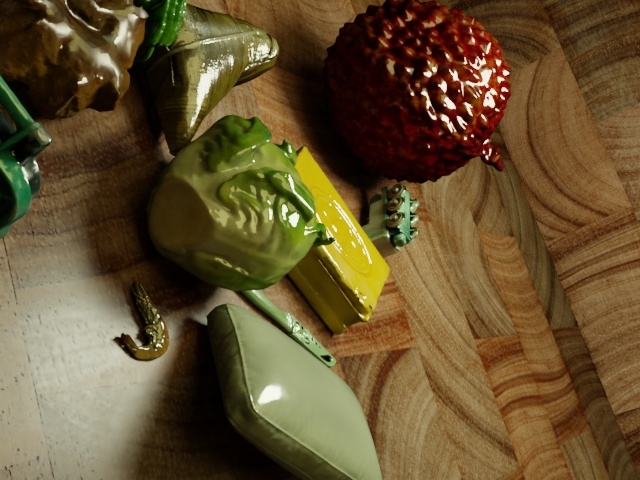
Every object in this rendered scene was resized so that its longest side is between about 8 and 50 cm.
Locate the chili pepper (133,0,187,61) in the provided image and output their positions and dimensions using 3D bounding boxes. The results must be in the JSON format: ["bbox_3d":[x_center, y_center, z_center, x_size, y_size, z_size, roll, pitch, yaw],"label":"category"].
[{"bbox_3d":[-0.250,-0.401,1.193,0.074,0.100,0.256,-72,170,-78],"label":"chili pepper"}]

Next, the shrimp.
[{"bbox_3d":[-0.249,0.111,1.078,0.083,0.023,0.114,-19,87,-58],"label":"shrimp"}]

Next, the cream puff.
[{"bbox_3d":[-0.359,-0.295,1.095,0.241,0.155,0.268,55,44,-34],"label":"cream puff"}]

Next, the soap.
[{"bbox_3d":[0.000,0.001,1.491,0.324,0.096,0.204,54,30,-17],"label":"soap"}]

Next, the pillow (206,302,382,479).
[{"bbox_3d":[-0.037,0.248,1.175,0.322,0.120,0.255,44,13,-32],"label":"pillow"}]

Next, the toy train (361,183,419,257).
[{"bbox_3d":[0.153,-0.049,1.750,0.080,0.125,0.194,53,27,-33],"label":"toy train"}]

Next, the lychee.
[{"bbox_3d":[0.239,-0.326,1.794,0.500,0.424,0.424,33,37,-11],"label":"lychee"}]

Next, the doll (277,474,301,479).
[{"bbox_3d":[-0.035,0.442,1.120,0.161,0.059,0.160,58,30,-11],"label":"doll"}]

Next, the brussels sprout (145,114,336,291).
[{"bbox_3d":[-0.122,-0.055,1.218,0.294,0.227,0.259,-18,68,-52],"label":"brussels sprout"}]

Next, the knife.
[{"bbox_3d":[-0.063,0.137,1.361,0.293,0.020,0.043,46,32,-29],"label":"knife"}]

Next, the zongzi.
[{"bbox_3d":[-0.183,-0.268,1.360,0.286,0.134,0.288,-1,70,-45],"label":"zongzi"}]

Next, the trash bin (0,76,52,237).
[{"bbox_3d":[-0.446,-0.032,0.625,0.259,0.295,0.381,56,36,-13],"label":"trash bin"}]
